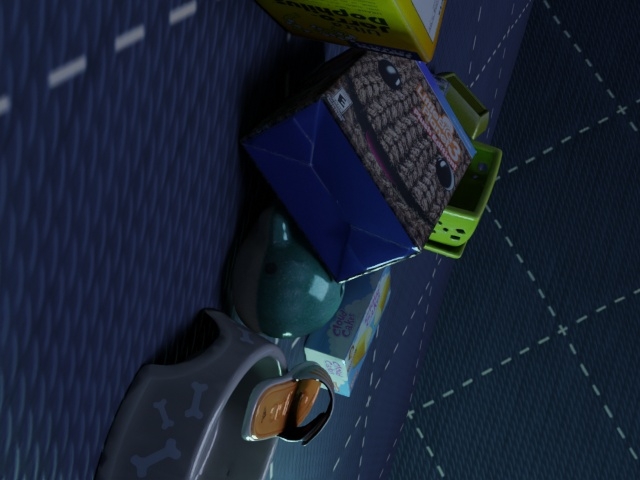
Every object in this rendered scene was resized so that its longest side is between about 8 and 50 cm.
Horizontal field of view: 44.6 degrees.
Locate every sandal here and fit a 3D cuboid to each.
[{"bbox_3d":[-0.026,0.227,1.033,0.265,0.076,0.101,5,101,-73],"label":"sandal"}]

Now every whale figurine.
[{"bbox_3d":[-0.021,0.007,1.092,0.216,0.141,0.272,63,42,-66],"label":"whale figurine"}]

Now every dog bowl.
[{"bbox_3d":[-0.146,0.265,0.994,0.349,0.102,0.348,16,90,-74],"label":"dog bowl"}]

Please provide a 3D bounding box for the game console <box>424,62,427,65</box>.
[{"bbox_3d":[0.180,-0.347,1.529,0.085,0.124,0.144,-4,111,-44],"label":"game console"}]

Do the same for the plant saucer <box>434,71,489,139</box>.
[{"bbox_3d":[0.331,-0.334,1.854,0.045,0.188,0.188,-43,177,26],"label":"plant saucer"}]

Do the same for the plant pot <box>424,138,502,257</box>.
[{"bbox_3d":[0.274,-0.101,1.825,0.207,0.227,0.228,93,19,-53],"label":"plant pot"}]

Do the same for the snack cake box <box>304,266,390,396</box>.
[{"bbox_3d":[0.061,0.162,1.594,0.152,0.089,0.264,85,26,-52],"label":"snack cake box"}]

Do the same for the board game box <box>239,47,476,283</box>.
[{"bbox_3d":[0.066,-0.127,1.059,0.232,0.141,0.291,56,37,-16],"label":"board game box"}]

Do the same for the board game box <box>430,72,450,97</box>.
[{"bbox_3d":[0.173,-0.210,1.578,0.194,0.060,0.194,-69,-171,-26],"label":"board game box"}]

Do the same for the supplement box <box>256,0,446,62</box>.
[{"bbox_3d":[0.024,-0.344,0.823,0.356,0.195,0.194,13,92,-73],"label":"supplement box"}]
